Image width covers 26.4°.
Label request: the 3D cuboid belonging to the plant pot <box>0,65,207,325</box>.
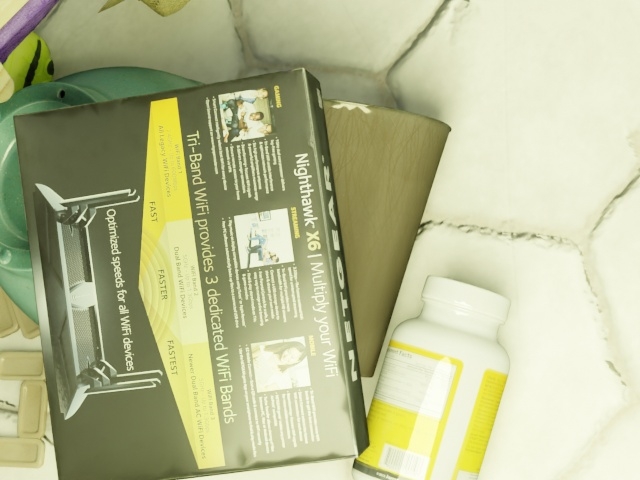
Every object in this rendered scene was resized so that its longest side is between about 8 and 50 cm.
[{"bbox_3d":[-0.209,-0.038,1.274,0.293,0.196,0.293,-6,77,26],"label":"plant pot"}]

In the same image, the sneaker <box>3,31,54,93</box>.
[{"bbox_3d":[-0.375,-0.087,1.416,0.124,0.109,0.295,16,77,19],"label":"sneaker"}]

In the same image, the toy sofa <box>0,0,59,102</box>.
[{"bbox_3d":[-0.237,-0.286,1.282,0.150,0.177,0.362,22,63,38],"label":"toy sofa"}]

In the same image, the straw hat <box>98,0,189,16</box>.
[{"bbox_3d":[-0.153,-0.262,1.368,0.061,0.144,0.144,41,100,-13],"label":"straw hat"}]

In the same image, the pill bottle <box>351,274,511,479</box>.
[{"bbox_3d":[0.098,0.127,1.137,0.103,0.103,0.184,15,85,28],"label":"pill bottle"}]

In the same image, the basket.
[{"bbox_3d":[0.000,0.000,1.192,0.205,0.154,0.226,7,86,8],"label":"basket"}]

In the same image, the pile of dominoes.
[{"bbox_3d":[-0.386,0.137,1.425,0.251,0.040,0.195,0,78,18],"label":"pile of dominoes"}]

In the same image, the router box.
[{"bbox_3d":[-0.103,0.033,1.095,0.243,0.081,0.308,-8,87,9],"label":"router box"}]
